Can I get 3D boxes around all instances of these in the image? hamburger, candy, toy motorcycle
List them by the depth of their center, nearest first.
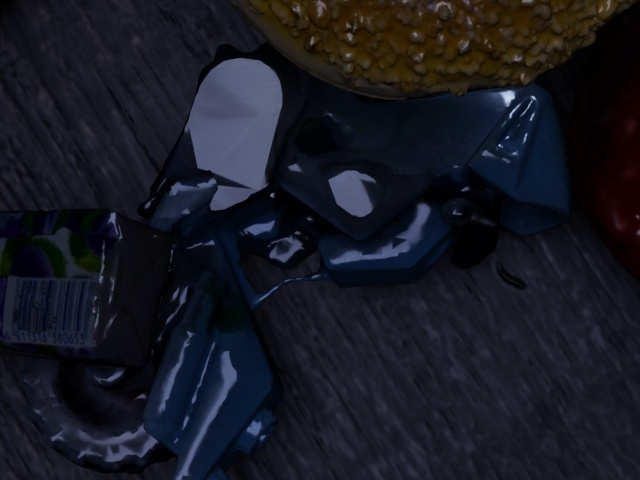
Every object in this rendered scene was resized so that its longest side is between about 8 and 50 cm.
[{"bbox_3d":[0.065,-0.223,1.022,0.302,0.170,0.302,1,105,6],"label":"hamburger"},{"bbox_3d":[-0.213,0.026,1.146,0.312,0.061,0.088,2,79,45],"label":"candy"},{"bbox_3d":[0.000,0.000,1.154,0.232,0.172,0.416,37,81,14],"label":"toy motorcycle"}]

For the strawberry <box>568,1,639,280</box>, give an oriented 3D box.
[{"bbox_3d":[0.308,-0.114,1.101,0.317,0.295,0.345,36,115,-22],"label":"strawberry"}]
